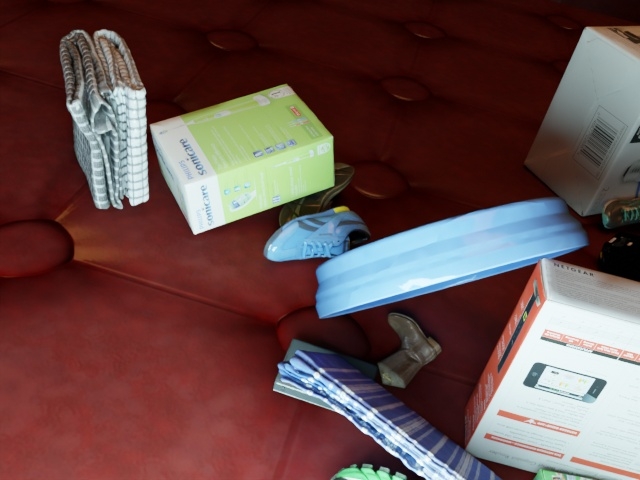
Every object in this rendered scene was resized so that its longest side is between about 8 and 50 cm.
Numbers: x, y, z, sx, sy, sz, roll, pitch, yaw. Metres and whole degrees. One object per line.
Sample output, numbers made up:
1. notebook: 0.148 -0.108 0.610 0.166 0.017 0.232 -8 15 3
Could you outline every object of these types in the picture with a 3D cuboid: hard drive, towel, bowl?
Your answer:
1. hard drive: 0.010 0.198 0.972 0.135 0.022 0.094 18 38 6
2. towel: 0.113 0.243 0.809 0.336 0.040 0.243 35 0 18
3. towel: -0.392 -0.218 1.208 0.121 0.235 0.283 -8 41 -21
4. bowl: 0.177 0.027 0.969 0.391 0.391 0.077 -11 81 -28

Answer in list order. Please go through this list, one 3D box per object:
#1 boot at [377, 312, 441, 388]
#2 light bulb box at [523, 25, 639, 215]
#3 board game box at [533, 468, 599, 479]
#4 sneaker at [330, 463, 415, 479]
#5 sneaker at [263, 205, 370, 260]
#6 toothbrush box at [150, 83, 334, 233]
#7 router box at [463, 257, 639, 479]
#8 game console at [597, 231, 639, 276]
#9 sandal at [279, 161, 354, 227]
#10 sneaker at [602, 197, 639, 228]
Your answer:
1. boot: 0.115 0.168 1.035 0.106 0.037 0.114 34 47 28
2. light bulb box: 0.717 -0.273 1.511 0.361 0.358 0.225 -10 45 -26
3. board game box: 0.374 0.428 0.771 0.213 0.046 0.317 11 38 -2
4. sneaker: 0.122 0.367 0.704 0.146 0.134 0.343 -44 49 -18
5. sneaker: 0.000 0.000 1.184 0.209 0.069 0.082 -19 52 -35
6. toothbrush box: -0.143 -0.159 1.251 0.283 0.122 0.206 -20 47 -19
7. router box: 0.388 0.197 0.860 0.335 0.301 0.082 15 38 1
8. game console: 0.734 0.009 1.373 0.213 0.044 0.361 18 29 39
9. sandal: -0.008 -0.076 1.293 0.090 0.060 0.219 18 51 17
10. sneaker: 0.677 -0.064 1.451 0.166 0.065 0.076 -14 7 -29
